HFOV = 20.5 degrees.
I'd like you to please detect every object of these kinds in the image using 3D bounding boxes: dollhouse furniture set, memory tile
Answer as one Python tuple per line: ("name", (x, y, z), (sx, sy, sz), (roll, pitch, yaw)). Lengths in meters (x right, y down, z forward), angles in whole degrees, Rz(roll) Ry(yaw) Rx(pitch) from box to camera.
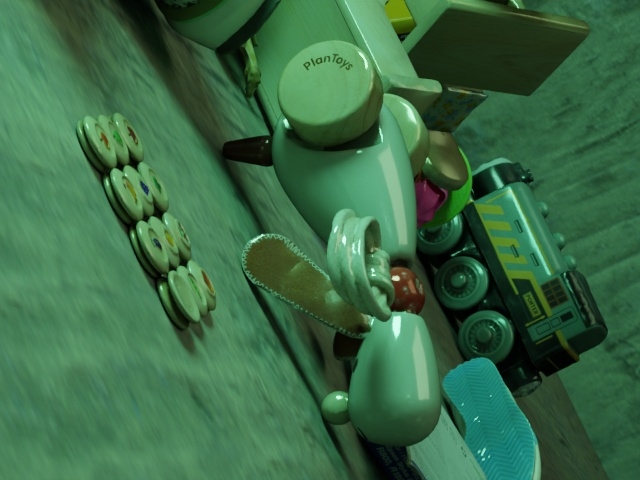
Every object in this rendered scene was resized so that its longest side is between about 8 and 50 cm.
("dollhouse furniture set", (0.127, -0.185, 1.856), (0.394, 0.362, 0.256), (4, 51, -40))
("memory tile", (-0.109, -0.015, 1.138), (0.148, 0.012, 0.113), (63, 9, -1))

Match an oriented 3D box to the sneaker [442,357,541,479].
("sneaker", (0.200, 0.228, 1.948), (0.228, 0.087, 0.092), (-100, 163, -56))

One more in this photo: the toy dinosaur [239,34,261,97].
("toy dinosaur", (-0.093, -0.227, 1.702), (0.183, 0.053, 0.092), (58, 12, -31))

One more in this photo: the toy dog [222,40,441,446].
("toy dog", (0.000, 0.000, 1.415), (0.333, 0.161, 0.220), (-86, 154, -45))

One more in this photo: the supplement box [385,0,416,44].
("supplement box", (0.064, -0.249, 2.187), (0.194, 0.129, 0.191), (90, -13, -45))

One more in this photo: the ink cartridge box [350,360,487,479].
("ink cartridge box", (0.097, 0.208, 1.546), (0.223, 0.045, 0.224), (58, 11, -27))

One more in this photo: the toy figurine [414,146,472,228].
("toy figurine", (0.099, -0.075, 2.227), (0.173, 0.130, 0.159), (41, 19, 1))

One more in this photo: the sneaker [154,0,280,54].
("sneaker", (-0.157, -0.347, 1.474), (0.182, 0.158, 0.410), (24, 32, -48))

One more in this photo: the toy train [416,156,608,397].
("toy train", (0.254, 0.046, 2.432), (0.334, 0.190, 0.142), (67, 9, 23))
